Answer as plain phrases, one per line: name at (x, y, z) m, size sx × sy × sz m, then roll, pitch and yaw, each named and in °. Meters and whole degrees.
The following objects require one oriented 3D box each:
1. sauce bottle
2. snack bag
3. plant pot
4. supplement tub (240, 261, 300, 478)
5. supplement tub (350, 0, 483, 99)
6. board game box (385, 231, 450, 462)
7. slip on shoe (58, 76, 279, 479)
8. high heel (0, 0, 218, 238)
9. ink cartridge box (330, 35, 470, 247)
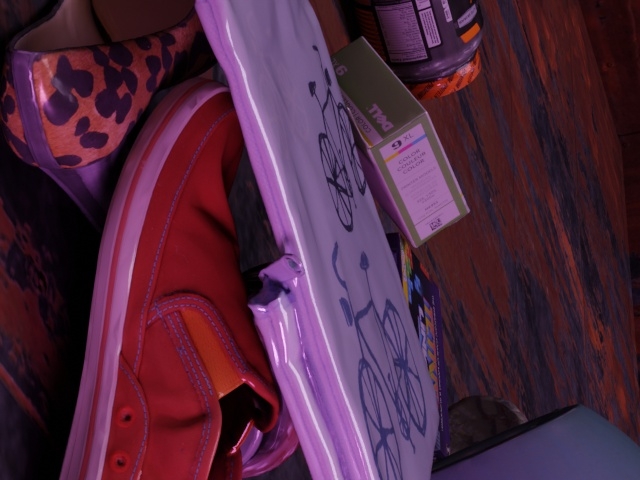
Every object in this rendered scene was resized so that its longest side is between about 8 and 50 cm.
sauce bottle at (0.192, 0.274, 1.942) m, size 0.344 × 0.111 × 0.111 m, roll 63°, pitch 23°, yaw -53°
snack bag at (0.000, 0.000, 1.114) m, size 0.323 × 0.037 × 0.342 m, roll -60°, pitch 134°, yaw -76°
plant pot at (0.170, 0.270, 1.561) m, size 0.235 × 0.293 × 0.293 m, roll 66°, pitch 14°, yaw 4°
supplement tub at (-0.043, 0.081, 1.195) m, size 0.198 × 0.106 × 0.106 m, roll -39°, pitch 118°, yaw -72°
supplement tub at (0.085, -0.234, 1.836) m, size 0.117 × 0.117 × 0.190 m, roll -77°, pitch 154°, yaw -55°
board game box at (0.071, 0.098, 1.718) m, size 0.141 × 0.048 × 0.170 m, roll 48°, pitch 35°, yaw -62°
slip on shoe at (-0.068, 0.069, 1.029) m, size 0.123 × 0.101 × 0.331 m, roll 76°, pitch 19°, yaw -63°
high heel at (-0.112, -0.146, 1.085) m, size 0.186 × 0.093 × 0.261 m, roll 63°, pitch 31°, yaw -65°
ink cartridge box at (0.050, -0.096, 1.645) m, size 0.109 × 0.062 × 0.209 m, roll 54°, pitch -4°, yaw 37°
